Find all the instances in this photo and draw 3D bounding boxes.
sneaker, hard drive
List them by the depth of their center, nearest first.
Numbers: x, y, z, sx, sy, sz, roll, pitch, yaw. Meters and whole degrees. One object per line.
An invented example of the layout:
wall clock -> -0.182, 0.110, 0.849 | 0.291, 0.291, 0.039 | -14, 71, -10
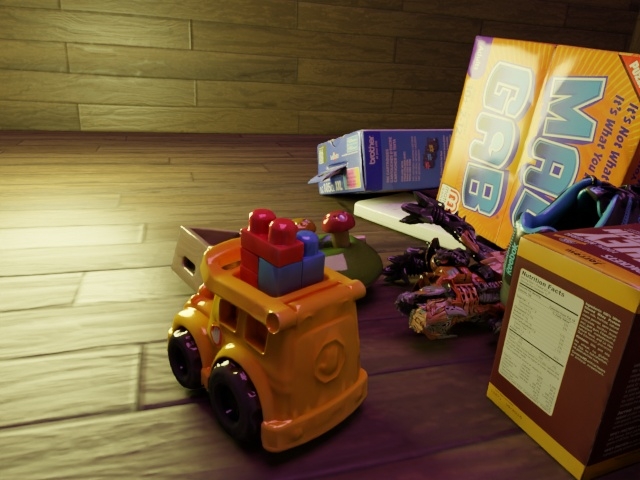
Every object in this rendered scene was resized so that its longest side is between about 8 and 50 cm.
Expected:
sneaker -> 0.380, -0.018, 0.595 | 0.340, 0.140, 0.125 | -25, 35, -16
hard drive -> 0.257, -0.049, 1.094 | 0.202, 0.040, 0.307 | -14, 27, -39

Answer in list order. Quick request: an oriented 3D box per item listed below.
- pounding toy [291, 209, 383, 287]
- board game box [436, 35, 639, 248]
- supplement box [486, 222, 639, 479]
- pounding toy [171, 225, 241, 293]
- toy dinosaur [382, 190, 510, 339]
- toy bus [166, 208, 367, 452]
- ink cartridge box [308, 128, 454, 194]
pounding toy -> 0.000, 0.000, 0.770 | 0.182, 0.110, 0.237 | -9, 18, 0
board game box -> 0.504, -0.170, 0.914 | 0.356, 0.357, 0.356 | -7, 29, -30
supplement box -> 0.301, 0.098, 0.481 | 0.191, 0.194, 0.129 | -5, 22, -22
pounding toy -> -0.150, 0.050, 0.708 | 0.130, 0.100, 0.141 | 5, 17, -42
toy dinosaur -> 0.216, 0.053, 0.728 | 0.218, 0.165, 0.321 | 38, 19, 34
toy bus -> -0.063, 0.064, 0.493 | 0.149, 0.212, 0.220 | -17, 27, -41
ink cartridge box -> 0.165, -0.200, 1.245 | 0.394, 0.151, 0.270 | -4, 4, -22
